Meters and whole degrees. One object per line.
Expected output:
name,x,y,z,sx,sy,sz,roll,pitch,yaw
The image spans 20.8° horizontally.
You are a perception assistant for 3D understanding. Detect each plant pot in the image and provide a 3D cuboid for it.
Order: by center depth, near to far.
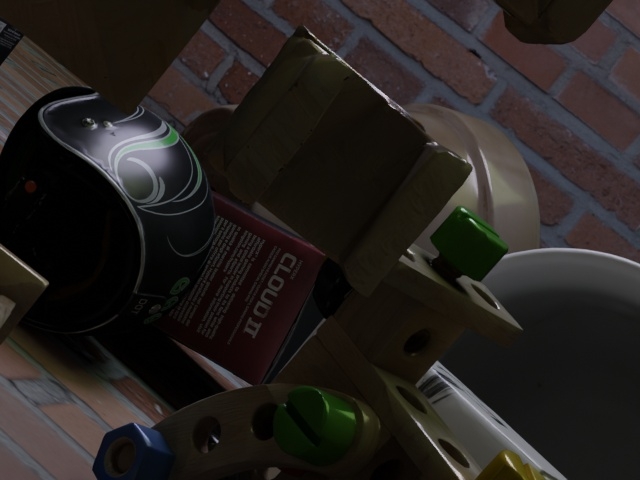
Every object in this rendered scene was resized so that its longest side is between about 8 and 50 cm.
plant pot,0.000,0.000,1.660,0.280,0.323,0.323,16,17,-35

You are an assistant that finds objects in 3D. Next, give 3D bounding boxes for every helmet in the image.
helmet,-0.152,-0.020,1.168,0.169,0.169,0.161,39,20,2

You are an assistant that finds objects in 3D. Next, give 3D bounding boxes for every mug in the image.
mug,0.236,0.178,1.312,0.374,0.276,0.328,7,-11,13

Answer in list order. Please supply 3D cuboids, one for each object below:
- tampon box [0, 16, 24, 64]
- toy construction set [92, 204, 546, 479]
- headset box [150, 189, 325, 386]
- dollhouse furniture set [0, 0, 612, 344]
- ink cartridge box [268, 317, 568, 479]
tampon box,-0.396,-0.226,1.731,0.161,0.101,0.120,39,3,5
toy construction set,0.065,0.130,0.875,0.309,0.237,0.257,38,4,-23
headset box,-0.073,0.030,1.333,0.293,0.110,0.218,28,-1,24
dollhouse furniture set,-0.119,-0.113,0.790,0.362,0.394,0.256,38,3,-7
ink cartridge box,0.048,0.154,1.107,0.203,0.148,0.086,43,4,40
